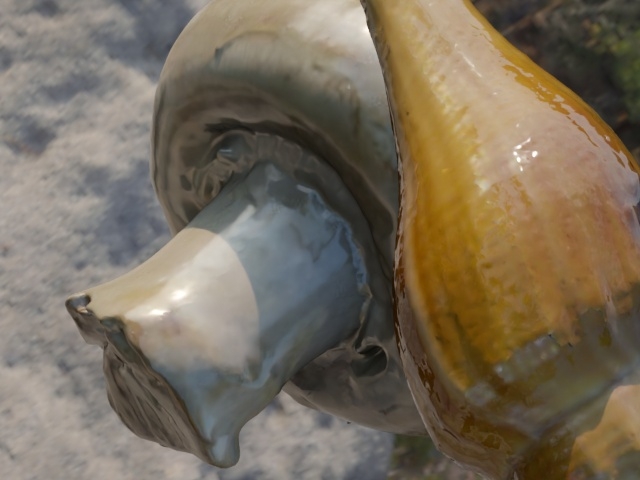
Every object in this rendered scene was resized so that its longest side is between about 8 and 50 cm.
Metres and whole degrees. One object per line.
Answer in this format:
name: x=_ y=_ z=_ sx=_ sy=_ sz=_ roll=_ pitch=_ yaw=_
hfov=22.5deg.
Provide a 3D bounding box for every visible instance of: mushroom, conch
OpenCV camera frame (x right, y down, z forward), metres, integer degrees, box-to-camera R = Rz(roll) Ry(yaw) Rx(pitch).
mushroom: x=0.000 y=0.000 z=0.922 sx=0.290 sy=0.297 sz=0.297 roll=-39 pitch=96 yaw=-35
conch: x=0.064 y=-0.027 z=0.550 sx=0.109 sy=0.093 sz=0.330 roll=6 pitch=64 yaw=-47
